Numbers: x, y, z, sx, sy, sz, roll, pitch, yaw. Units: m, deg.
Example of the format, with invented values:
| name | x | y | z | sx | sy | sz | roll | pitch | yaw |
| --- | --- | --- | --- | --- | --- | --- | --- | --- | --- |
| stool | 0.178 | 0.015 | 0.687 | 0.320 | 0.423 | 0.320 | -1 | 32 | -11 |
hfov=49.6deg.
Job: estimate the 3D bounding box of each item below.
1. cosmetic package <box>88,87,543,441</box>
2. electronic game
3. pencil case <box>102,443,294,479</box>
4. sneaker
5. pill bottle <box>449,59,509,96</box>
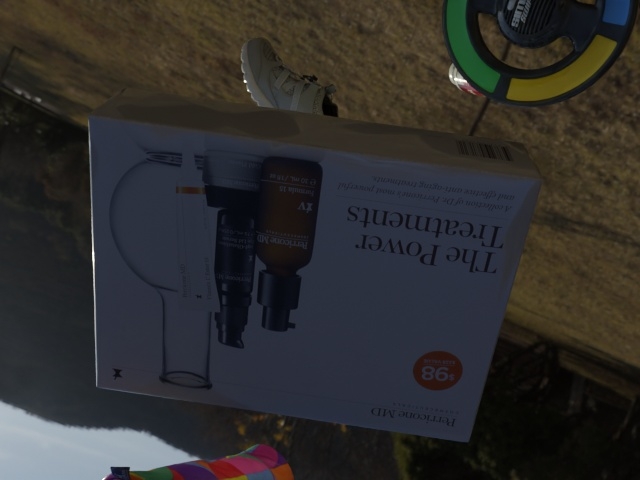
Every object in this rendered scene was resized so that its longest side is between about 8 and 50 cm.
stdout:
| name | x | y | z | sx | sy | sz | roll | pitch | yaw |
| --- | --- | --- | --- | --- | --- | --- | --- | --- | --- |
| cosmetic package | -0.018 | 0.029 | 0.656 | 0.377 | 0.284 | 0.097 | 8 | -152 | 1 |
| electronic game | 0.251 | -0.273 | 0.816 | 0.229 | 0.229 | 0.048 | 20 | -159 | 29 |
| pencil case | -0.131 | 0.273 | 0.724 | 0.104 | 0.104 | 0.236 | 18 | -177 | 38 |
| sneaker | -0.026 | -0.221 | 1.100 | 0.281 | 0.115 | 0.105 | 59 | -161 | 16 |
| pill bottle | 0.362 | -0.378 | 1.590 | 0.086 | 0.086 | 0.152 | 29 | -173 | -28 |
